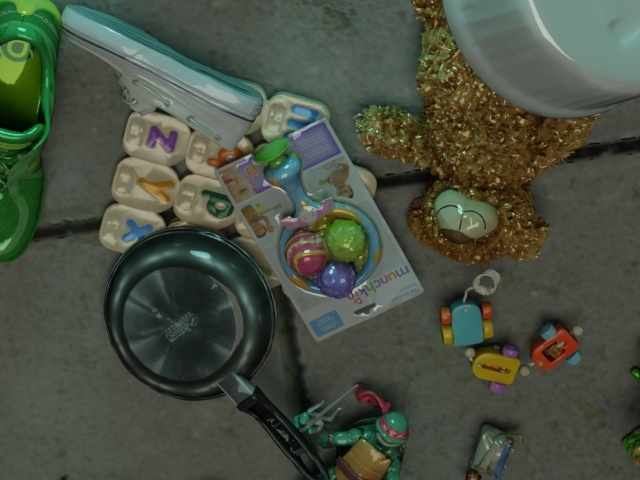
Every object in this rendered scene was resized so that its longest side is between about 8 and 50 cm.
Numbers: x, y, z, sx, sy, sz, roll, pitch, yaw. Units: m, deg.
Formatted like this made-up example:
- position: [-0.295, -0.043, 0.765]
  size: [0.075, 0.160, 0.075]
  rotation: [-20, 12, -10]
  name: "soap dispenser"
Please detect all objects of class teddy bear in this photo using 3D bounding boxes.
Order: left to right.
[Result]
- position: [0.167, -0.126, 1.758]
  size: [0.245, 0.113, 0.338]
  rotation: [19, 111, -8]
  name: "teddy bear"

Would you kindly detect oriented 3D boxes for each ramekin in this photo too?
- position: [0.267, -0.260, 1.626]
  size: [0.277, 0.135, 0.277]
  rotation: [0, 90, -21]
  name: "ramekin"

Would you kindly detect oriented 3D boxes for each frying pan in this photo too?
- position: [-0.128, 0.146, 1.844]
  size: [0.197, 0.053, 0.326]
  rotation: [-14, 99, 14]
  name: "frying pan"

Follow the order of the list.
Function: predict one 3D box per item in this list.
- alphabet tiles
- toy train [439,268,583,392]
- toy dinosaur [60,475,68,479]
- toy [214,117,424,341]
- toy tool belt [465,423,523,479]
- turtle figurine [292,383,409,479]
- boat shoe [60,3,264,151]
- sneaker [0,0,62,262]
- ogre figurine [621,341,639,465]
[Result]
- position: [-0.091, -0.036, 1.834]
  size: [0.278, 0.021, 0.284]
  rotation: [14, 112, -6]
  name: "alphabet tiles"
- position: [0.209, 0.099, 1.895]
  size: [0.166, 0.046, 0.125]
  rotation: [40, 105, -21]
  name: "toy train"
- position: [-0.282, 0.314, 1.982]
  size: [0.090, 0.047, 0.082]
  rotation: [-14, 129, 40]
  name: "toy dinosaur"
- position: [0.000, 0.000, 1.807]
  size: [0.137, 0.056, 0.237]
  rotation: [-25, 111, 12]
  name: "toy"
- position: [0.203, 0.256, 1.958]
  size: [0.051, 0.052, 0.083]
  rotation: [15, 113, 0]
  name: "toy tool belt"
- position: [0.042, 0.266, 1.917]
  size: [0.175, 0.118, 0.234]
  rotation: [42, 124, 15]
  name: "turtle figurine"
- position: [-0.172, -0.162, 1.728]
  size: [0.226, 0.083, 0.076]
  rotation: [27, 104, -4]
  name: "boat shoe"
- position: [-0.333, -0.108, 1.737]
  size: [0.109, 0.123, 0.295]
  rotation: [8, 114, -6]
  name: "sneaker"
- position: [0.393, 0.215, 1.911]
  size: [0.097, 0.118, 0.197]
  rotation: [12, 112, -7]
  name: "ogre figurine"
